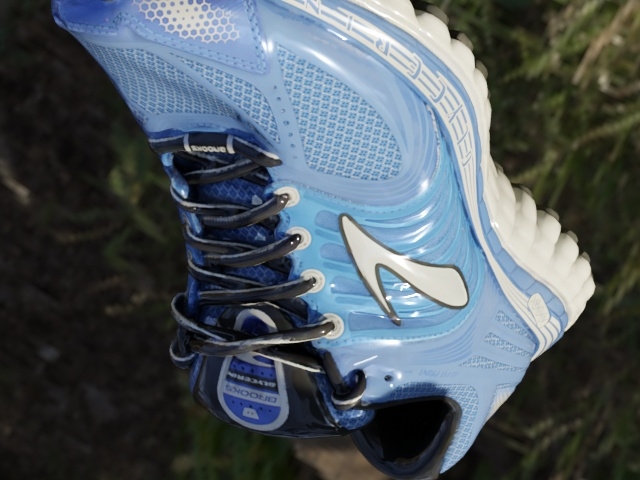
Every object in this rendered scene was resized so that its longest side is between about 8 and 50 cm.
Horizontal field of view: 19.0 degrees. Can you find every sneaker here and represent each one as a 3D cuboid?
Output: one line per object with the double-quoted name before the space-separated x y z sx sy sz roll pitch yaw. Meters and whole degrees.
"sneaker" 0.000 0.000 0.744 0.129 0.147 0.330 14 158 39
